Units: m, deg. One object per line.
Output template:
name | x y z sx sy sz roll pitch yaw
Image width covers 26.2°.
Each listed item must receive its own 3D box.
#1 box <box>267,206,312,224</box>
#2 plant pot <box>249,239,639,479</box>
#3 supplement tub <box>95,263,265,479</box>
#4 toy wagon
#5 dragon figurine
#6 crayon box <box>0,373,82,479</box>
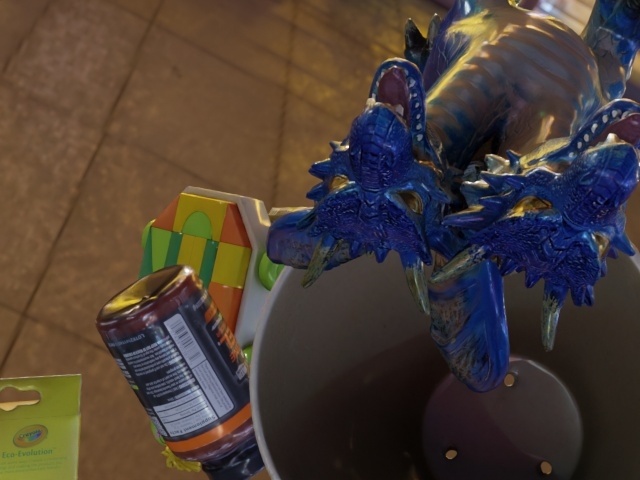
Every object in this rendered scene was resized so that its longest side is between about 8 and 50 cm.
box | 0.000 0.000 1.698 0.137 0.027 0.094 0 -44 52
plant pot | 0.111 0.112 0.938 0.256 0.256 0.274 39 -3 19
supplement tub | -0.116 0.128 1.259 0.198 0.106 0.106 61 16 -16
toy wagon | -0.150 0.111 1.676 0.068 0.344 0.267 14 -1 -41
dragon figurine | 0.037 -0.010 0.434 0.085 0.144 0.289 31 -21 2
crayon box | -0.418 0.323 1.775 0.202 0.319 0.081 0 9 -31
